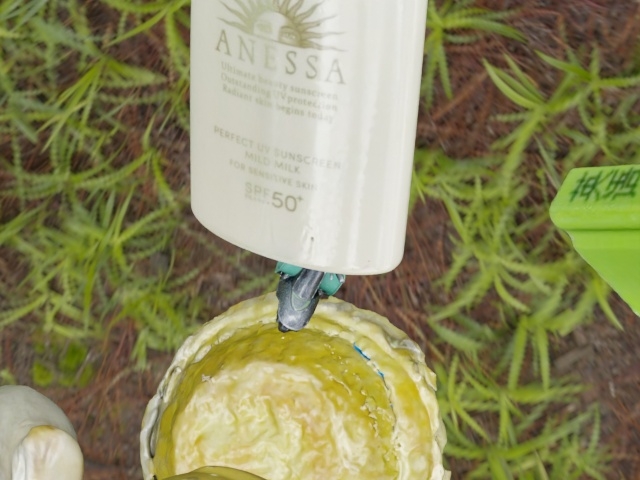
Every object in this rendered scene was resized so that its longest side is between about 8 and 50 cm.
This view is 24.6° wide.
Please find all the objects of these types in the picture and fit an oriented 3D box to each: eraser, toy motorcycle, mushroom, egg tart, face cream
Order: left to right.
[{"bbox_3d":[-0.264,0.177,1.241,0.097,0.351,0.109,2,81,-20],"label":"mushroom"},{"bbox_3d":[-0.039,0.240,1.666,0.388,0.169,0.388,-2,84,17],"label":"egg tart"},{"bbox_3d":[-0.010,-0.148,0.987,0.173,0.081,0.348,18,125,21],"label":"face cream"},{"bbox_3d":[0.000,0.000,1.259,0.058,0.173,0.100,24,141,-8],"label":"toy motorcycle"},{"bbox_3d":[0.400,0.005,1.507,0.210,0.274,0.092,42,67,-26],"label":"eraser"}]

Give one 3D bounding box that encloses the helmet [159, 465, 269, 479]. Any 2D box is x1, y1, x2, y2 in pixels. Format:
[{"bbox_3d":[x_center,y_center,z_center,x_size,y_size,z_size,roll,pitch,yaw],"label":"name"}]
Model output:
[{"bbox_3d":[-0.053,0.265,1.145,0.257,0.205,0.140,39,110,0],"label":"helmet"}]
